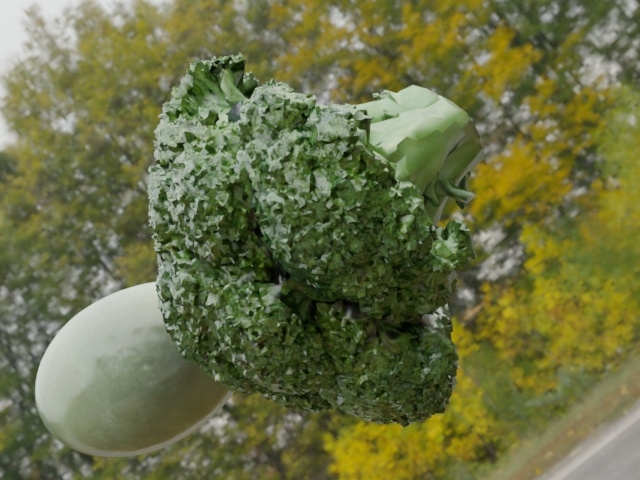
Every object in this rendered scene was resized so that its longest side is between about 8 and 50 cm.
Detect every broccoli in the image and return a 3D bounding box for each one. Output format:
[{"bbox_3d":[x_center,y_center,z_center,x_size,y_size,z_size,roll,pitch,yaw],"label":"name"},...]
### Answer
[{"bbox_3d":[-0.005,-0.006,0.944,0.413,0.321,0.310,53,-128,-60],"label":"broccoli"}]

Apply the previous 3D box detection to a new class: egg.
[{"bbox_3d":[-0.284,0.204,1.693,0.352,0.259,0.258,-30,-7,2],"label":"egg"}]
